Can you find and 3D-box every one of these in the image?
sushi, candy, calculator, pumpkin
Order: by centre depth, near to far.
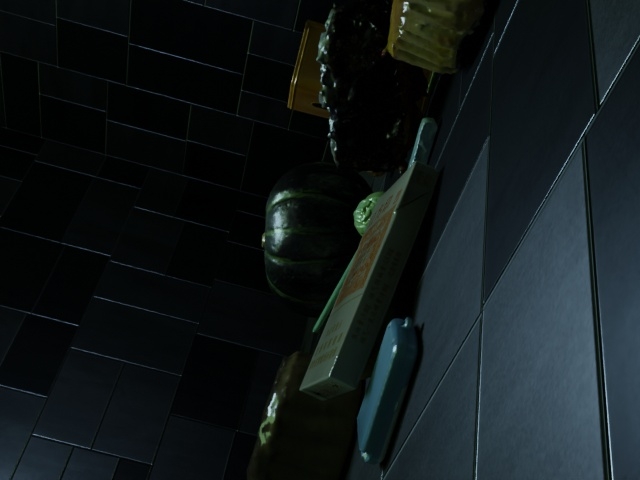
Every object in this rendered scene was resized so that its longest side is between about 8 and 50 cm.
[{"bbox_3d":[0.090,0.200,1.156,0.121,0.039,0.210,-93,19,-77],"label":"calculator"},{"bbox_3d":[0.061,0.040,1.545,0.335,0.093,0.092,-60,-35,-35],"label":"candy"},{"bbox_3d":[0.098,-0.264,1.556,0.196,0.182,0.343,-54,-38,-52],"label":"sushi"},{"bbox_3d":[0.000,0.000,1.765,0.323,0.242,0.323,5,-90,-82],"label":"pumpkin"}]

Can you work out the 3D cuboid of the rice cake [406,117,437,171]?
[{"bbox_3d":[0.166,-0.125,1.483,0.042,0.031,0.180,-86,10,-67],"label":"rice cake"}]

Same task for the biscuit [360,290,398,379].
[{"bbox_3d":[0.093,0.143,1.452,0.273,0.036,0.187,-81,8,-69],"label":"biscuit"}]

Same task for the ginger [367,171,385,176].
[{"bbox_3d":[0.131,-0.317,1.995,0.165,0.172,0.321,-6,-65,-49],"label":"ginger"}]

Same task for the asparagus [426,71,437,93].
[{"bbox_3d":[0.231,-0.364,1.656,0.016,0.016,0.162,-4,-71,-73],"label":"asparagus"}]

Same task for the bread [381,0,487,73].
[{"bbox_3d":[0.188,-0.395,1.329,0.274,0.149,0.273,-172,90,-88],"label":"bread"}]

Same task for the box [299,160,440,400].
[{"bbox_3d":[0.076,0.068,1.341,0.365,0.051,0.204,-66,6,-20],"label":"box"}]

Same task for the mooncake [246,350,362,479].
[{"bbox_3d":[-0.032,0.351,1.581,0.290,0.161,0.290,-164,90,-89],"label":"mooncake"}]

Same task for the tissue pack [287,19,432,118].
[{"bbox_3d":[0.081,-0.324,1.770,0.194,0.275,0.145,119,166,-83],"label":"tissue pack"}]
